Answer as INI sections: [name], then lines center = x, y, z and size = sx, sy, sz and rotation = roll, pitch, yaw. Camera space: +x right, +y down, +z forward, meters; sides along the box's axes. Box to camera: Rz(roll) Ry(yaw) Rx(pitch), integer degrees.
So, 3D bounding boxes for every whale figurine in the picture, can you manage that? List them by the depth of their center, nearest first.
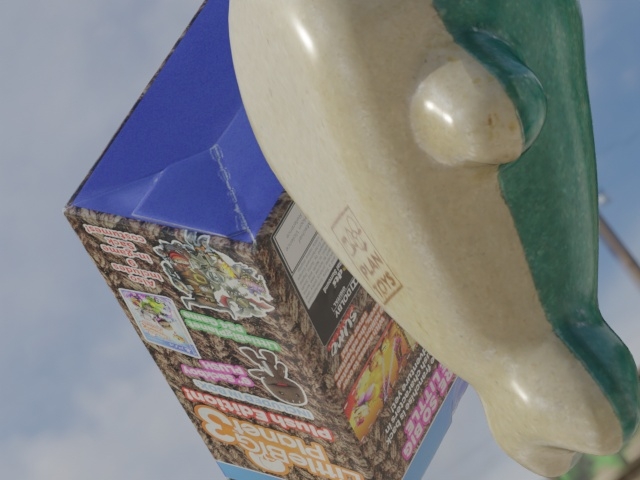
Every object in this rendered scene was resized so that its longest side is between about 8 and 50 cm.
[whale figurine]
center = 0.071, -0.035, 0.821
size = 0.141, 0.272, 0.216
rotation = -28, -9, -16

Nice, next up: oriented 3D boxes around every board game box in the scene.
[board game box]
center = 0.000, 0.000, 1.222
size = 0.232, 0.141, 0.291
rotation = -59, -36, -30
